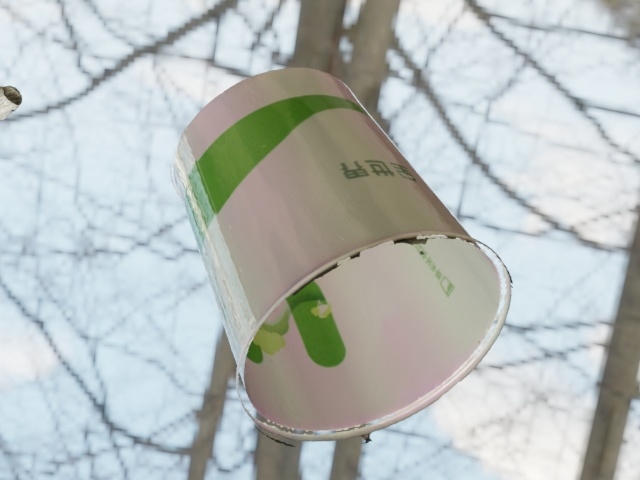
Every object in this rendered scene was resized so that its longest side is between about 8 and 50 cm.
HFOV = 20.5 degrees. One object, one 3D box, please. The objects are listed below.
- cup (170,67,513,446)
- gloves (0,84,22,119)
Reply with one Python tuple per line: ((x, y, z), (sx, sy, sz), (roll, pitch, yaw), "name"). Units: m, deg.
((0.000, 0.000, 1.555), (0.253, 0.253, 0.274), (-3, -134, -30), "cup")
((-0.349, -0.149, 1.893), (0.081, 0.044, 0.037), (-13, -138, 43), "gloves")
